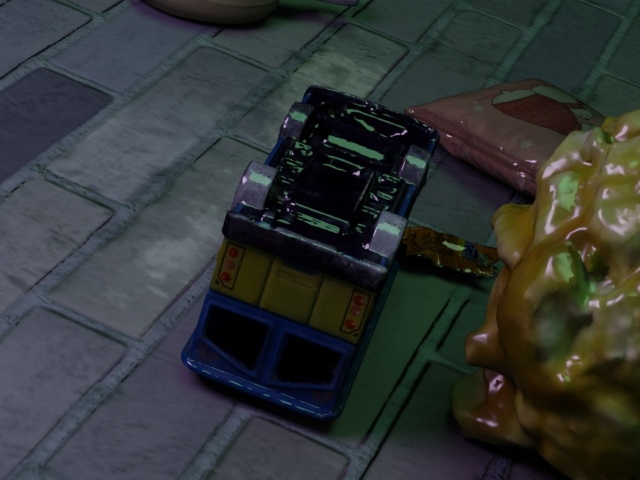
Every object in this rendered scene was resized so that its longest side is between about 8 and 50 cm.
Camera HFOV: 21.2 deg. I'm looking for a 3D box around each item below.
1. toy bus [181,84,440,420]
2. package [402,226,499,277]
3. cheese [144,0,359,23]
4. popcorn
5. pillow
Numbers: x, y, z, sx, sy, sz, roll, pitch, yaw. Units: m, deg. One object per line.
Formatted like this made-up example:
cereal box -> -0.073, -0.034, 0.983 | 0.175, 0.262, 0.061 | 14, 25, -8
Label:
toy bus -> 0.000, 0.000, 1.426 | 0.138, 0.175, 0.287 | 20, 29, 4
package -> 0.119, 0.009, 1.623 | 0.111, 0.033, 0.077 | 15, 39, 3
cheese -> -0.087, -0.307, 2.000 | 0.286, 0.082, 0.163 | 4, 33, -29
popcorn -> 0.257, 0.061, 1.326 | 0.274, 0.335, 0.279 | -32, 45, -21
pillow -> 0.240, -0.105, 1.832 | 0.236, 0.084, 0.223 | -9, 38, -45
